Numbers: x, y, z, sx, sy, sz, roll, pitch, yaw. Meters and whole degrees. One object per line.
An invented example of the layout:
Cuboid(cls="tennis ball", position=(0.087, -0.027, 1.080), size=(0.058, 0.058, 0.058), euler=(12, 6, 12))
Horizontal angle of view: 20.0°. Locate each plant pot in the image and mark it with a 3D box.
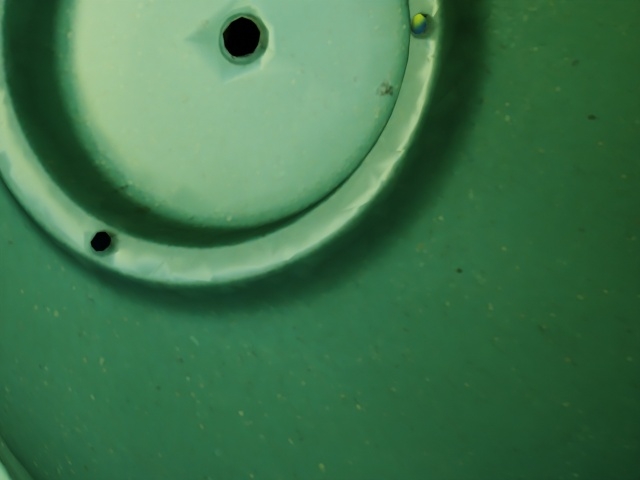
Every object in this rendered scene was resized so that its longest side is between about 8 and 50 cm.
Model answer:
Cuboid(cls="plant pot", position=(0.006, -0.047, 0.496), size=(0.293, 0.196, 0.293), euler=(-6, 104, -25))

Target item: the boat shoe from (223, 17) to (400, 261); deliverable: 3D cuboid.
Cuboid(cls="boat shoe", position=(-0.002, 0.001, 0.681), size=(0.118, 0.103, 0.320), euler=(-47, 121, -11))
